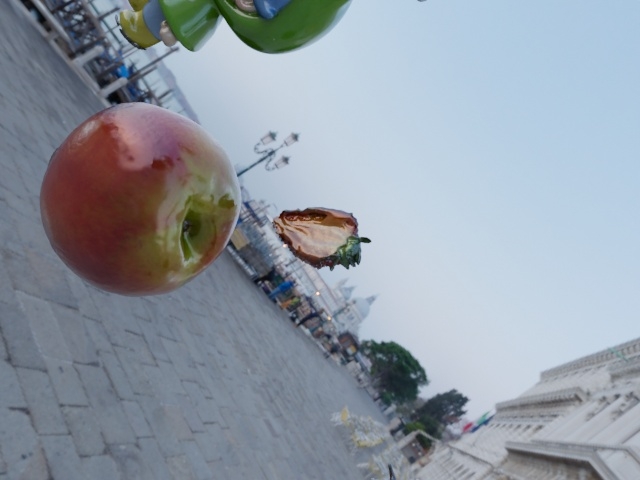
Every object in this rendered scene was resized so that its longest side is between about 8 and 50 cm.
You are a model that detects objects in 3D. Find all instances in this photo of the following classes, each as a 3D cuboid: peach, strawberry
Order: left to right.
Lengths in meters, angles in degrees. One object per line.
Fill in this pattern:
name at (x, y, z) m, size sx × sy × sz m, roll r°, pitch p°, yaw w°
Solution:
peach at (-0.359, -0.082, 0.913) m, size 0.388 × 0.388 × 0.388 m, roll 56°, pitch -5°, yaw 7°
strawberry at (0.003, 0.002, 0.933) m, size 0.085 × 0.192 × 0.140 m, roll 78°, pitch 3°, yaw -58°

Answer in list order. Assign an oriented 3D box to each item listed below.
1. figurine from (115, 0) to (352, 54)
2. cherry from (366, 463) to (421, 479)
figurine at (-0.081, -0.269, 0.481) m, size 0.143 × 0.263 × 0.162 m, roll 59°, pitch 24°, yaw -55°
cherry at (0.141, 0.542, 0.864) m, size 0.195 × 0.195 × 0.195 m, roll 56°, pitch -5°, yaw 7°
